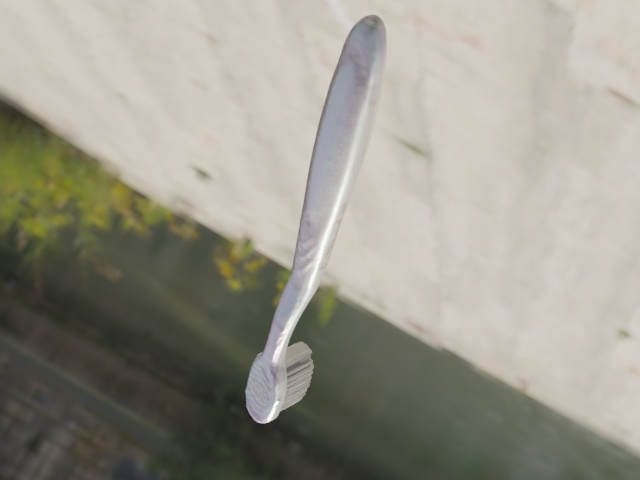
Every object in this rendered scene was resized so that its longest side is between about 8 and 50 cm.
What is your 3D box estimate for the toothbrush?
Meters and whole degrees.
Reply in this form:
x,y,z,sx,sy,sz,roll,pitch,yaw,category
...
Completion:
x,y,z,sx,sy,sz,roll,pitch,yaw,category
0.000,0.000,0.850,0.025,0.029,0.307,52,151,24,toothbrush
